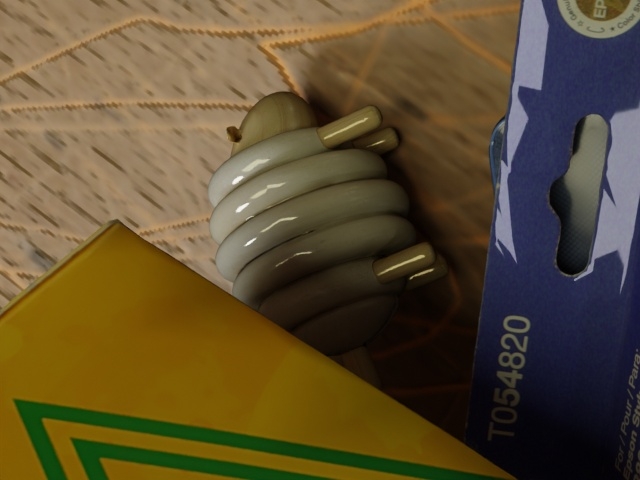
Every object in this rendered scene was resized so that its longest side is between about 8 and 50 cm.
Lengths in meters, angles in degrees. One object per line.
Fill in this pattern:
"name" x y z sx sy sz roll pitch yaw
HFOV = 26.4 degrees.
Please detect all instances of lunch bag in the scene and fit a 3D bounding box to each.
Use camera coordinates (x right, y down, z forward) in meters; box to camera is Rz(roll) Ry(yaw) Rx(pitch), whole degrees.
"lunch bag" 0.102 -0.020 0.502 0.067 0.065 0.098 -3 107 19

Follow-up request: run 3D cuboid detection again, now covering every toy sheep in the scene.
"toy sheep" 0.000 0.000 0.552 0.091 0.091 0.132 -30 70 30

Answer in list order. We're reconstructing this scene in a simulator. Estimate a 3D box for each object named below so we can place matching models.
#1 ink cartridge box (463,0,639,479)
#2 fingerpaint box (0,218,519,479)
"ink cartridge box" 0.168 -0.001 0.438 0.224 0.045 0.223 5 107 3
"fingerpaint box" 0.004 0.268 0.489 0.371 0.163 0.445 31 137 15
